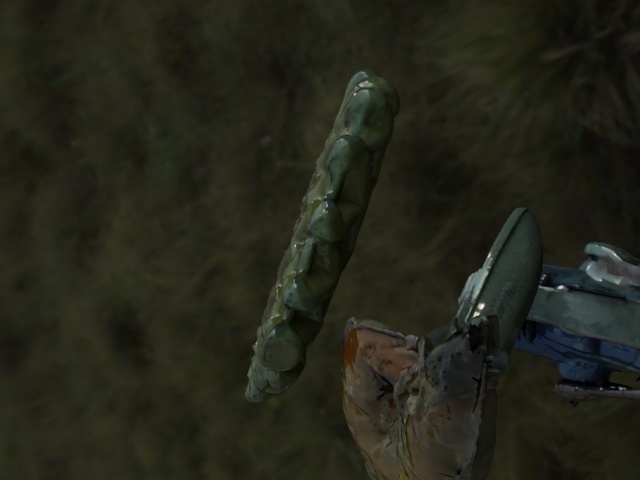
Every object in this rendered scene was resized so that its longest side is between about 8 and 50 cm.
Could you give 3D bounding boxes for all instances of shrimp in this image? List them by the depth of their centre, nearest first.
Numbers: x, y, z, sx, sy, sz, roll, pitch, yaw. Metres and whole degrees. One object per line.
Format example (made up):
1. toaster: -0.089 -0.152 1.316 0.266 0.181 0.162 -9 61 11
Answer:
1. shrimp: 0.070 0.110 1.210 0.164 0.062 0.317 50 155 18

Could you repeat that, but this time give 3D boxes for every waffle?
1. waffle: 0.000 0.000 1.462 0.056 0.309 0.292 21 165 -2

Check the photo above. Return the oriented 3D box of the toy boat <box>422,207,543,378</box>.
1. toy boat: 0.151 0.074 1.592 0.085 0.260 0.078 16 153 24

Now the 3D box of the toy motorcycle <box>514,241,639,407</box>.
1. toy motorcycle: 0.305 0.072 1.871 0.319 0.182 0.241 10 150 18
